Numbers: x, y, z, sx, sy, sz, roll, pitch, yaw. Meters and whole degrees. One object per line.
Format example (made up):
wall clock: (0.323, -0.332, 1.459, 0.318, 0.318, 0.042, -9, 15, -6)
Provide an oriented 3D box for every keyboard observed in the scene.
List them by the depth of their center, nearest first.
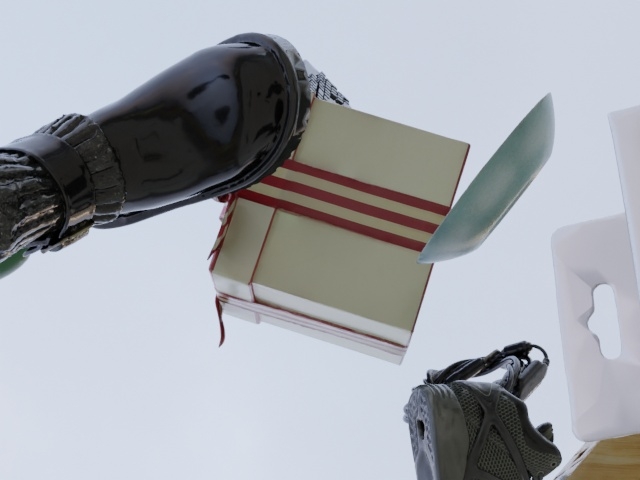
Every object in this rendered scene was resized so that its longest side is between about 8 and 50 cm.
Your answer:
keyboard: (-0.023, -0.193, 1.761, 0.201, 0.317, 0.033, 39, -73, -13)

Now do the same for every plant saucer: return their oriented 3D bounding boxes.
plant saucer: (0.159, -0.045, 1.171, 0.195, 0.037, 0.195, -50, -8, -9)

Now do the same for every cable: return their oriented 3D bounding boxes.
cable: (0.158, 0.165, 1.432, 0.184, 0.150, 0.047, -38, -67, -44)

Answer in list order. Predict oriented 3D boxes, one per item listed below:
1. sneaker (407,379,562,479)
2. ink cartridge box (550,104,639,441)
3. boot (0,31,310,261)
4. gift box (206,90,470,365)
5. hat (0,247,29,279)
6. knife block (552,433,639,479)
sneaker: (0.152, 0.233, 1.137, 0.130, 0.087, 0.227, -5, -92, -16)
ink cartridge box: (0.162, -0.003, 0.442, 0.060, 0.180, 0.104, 56, -153, -45)
boot: (-0.199, -0.073, 1.169, 0.260, 0.348, 0.131, -12, -102, -53)
gift box: (0.000, 0.000, 1.440, 0.255, 0.258, 0.276, 94, -164, -71)
hat: (-0.349, 0.007, 1.554, 0.183, 0.208, 0.173, 8, -106, -6)
knife block: (0.371, 0.258, 1.277, 0.276, 0.242, 0.088, -41, -11, -29)
